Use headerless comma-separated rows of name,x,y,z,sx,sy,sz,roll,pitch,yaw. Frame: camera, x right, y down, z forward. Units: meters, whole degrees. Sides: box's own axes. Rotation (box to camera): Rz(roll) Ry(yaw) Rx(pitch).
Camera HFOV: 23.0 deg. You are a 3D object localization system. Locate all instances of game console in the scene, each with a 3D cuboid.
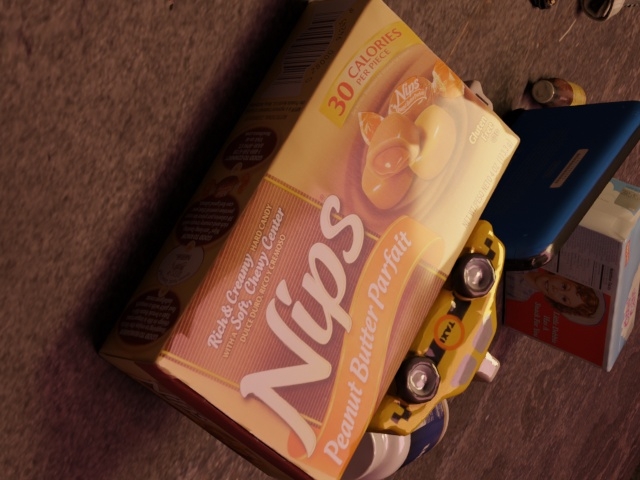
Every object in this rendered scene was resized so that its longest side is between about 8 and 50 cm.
game console,0.205,0.001,1.647,0.293,0.250,0.173,-48,125,-41

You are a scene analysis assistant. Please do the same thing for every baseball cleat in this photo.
baseball cleat,0.350,-0.297,1.846,0.109,0.072,0.206,-54,154,2

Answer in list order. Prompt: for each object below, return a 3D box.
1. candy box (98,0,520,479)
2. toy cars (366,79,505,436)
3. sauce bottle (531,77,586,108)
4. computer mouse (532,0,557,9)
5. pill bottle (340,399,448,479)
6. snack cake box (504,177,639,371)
candy box,0.000,0.000,1.151,0.183,0.087,0.316,40,70,-30
toy cars,0.095,0.019,1.307,0.176,0.087,0.394,-40,-154,28
sauce bottle,0.270,-0.165,1.799,0.128,0.042,0.042,1,110,-64
computer mouse,0.221,-0.285,1.566,0.071,0.041,0.242,-67,159,-5
pill bottle,0.056,0.186,1.562,0.169,0.094,0.094,-14,123,-64
snack cake box,0.312,0.029,1.933,0.089,0.152,0.264,-54,155,-31
